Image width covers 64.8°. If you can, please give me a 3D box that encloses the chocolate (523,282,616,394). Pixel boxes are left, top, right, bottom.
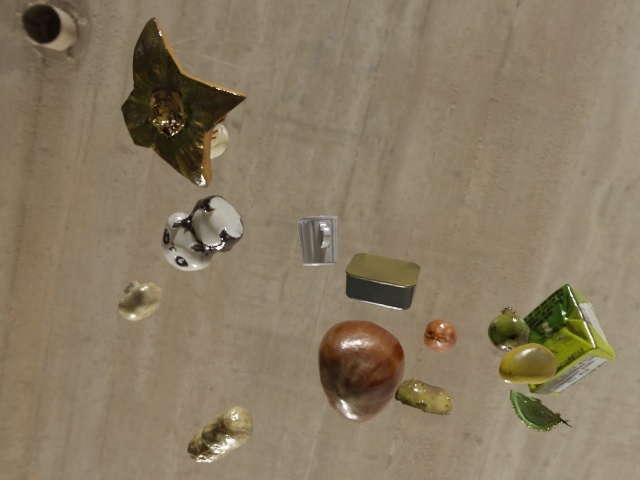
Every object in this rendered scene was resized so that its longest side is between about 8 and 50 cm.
[{"bbox_3d":[0.840,0.357,1.763,0.301,0.136,0.289,-56,-162,36],"label":"chocolate"}]

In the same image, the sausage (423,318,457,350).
[{"bbox_3d":[0.464,0.369,1.944,0.258,0.133,0.133,54,45,-70],"label":"sausage"}]

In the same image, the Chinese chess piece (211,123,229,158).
[{"bbox_3d":[-0.335,-0.303,1.516,0.051,0.122,0.122,73,23,-58],"label":"Chinese chess piece"}]

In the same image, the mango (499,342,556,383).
[{"bbox_3d":[0.536,0.324,1.307,0.076,0.160,0.103,107,-31,-63],"label":"mango"}]

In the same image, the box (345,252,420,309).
[{"bbox_3d":[0.176,0.117,1.443,0.144,0.200,0.090,-54,150,-59],"label":"box"}]

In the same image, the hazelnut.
[{"bbox_3d":[0.141,0.470,1.856,0.366,0.365,0.366,-167,-90,-84],"label":"hazelnut"}]

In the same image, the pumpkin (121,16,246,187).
[{"bbox_3d":[-0.319,-0.295,1.109,0.258,0.290,0.095,-56,172,27],"label":"pumpkin"}]

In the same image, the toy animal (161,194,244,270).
[{"bbox_3d":[-0.477,-0.016,1.990,0.309,0.251,0.251,-28,-154,16],"label":"toy animal"}]

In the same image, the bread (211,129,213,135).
[{"bbox_3d":[-0.369,-0.323,1.306,0.274,0.184,0.114,-11,-125,58],"label":"bread"}]

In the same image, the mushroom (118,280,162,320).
[{"bbox_3d":[-0.664,0.218,1.858,0.166,0.127,0.166,-36,169,-8],"label":"mushroom"}]

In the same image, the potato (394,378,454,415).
[{"bbox_3d":[0.340,0.497,1.628,0.164,0.200,0.081,6,-101,67],"label":"potato"}]

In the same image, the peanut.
[{"bbox_3d":[-0.231,0.452,1.166,0.228,0.104,0.086,-47,-130,38],"label":"peanut"}]

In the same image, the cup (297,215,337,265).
[{"bbox_3d":[-0.014,0.001,2.080,0.221,0.166,0.202,4,83,-75],"label":"cup"}]

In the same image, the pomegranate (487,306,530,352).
[{"bbox_3d":[0.566,0.272,1.507,0.130,0.130,0.130,-167,-90,-84],"label":"pomegranate"}]

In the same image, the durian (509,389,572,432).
[{"bbox_3d":[0.737,0.589,1.711,0.086,0.215,0.100,-35,139,-37],"label":"durian"}]
